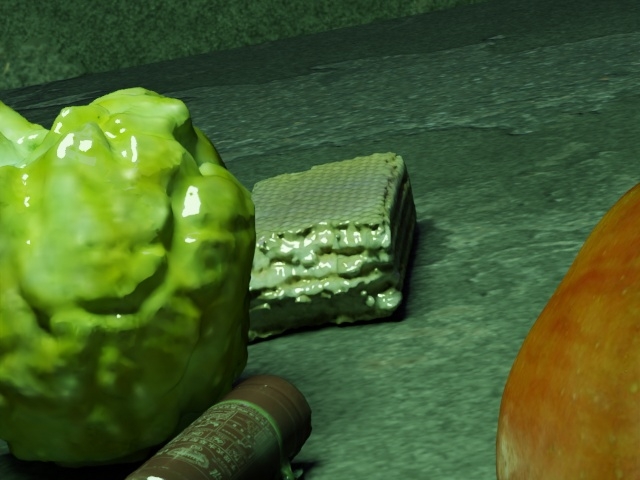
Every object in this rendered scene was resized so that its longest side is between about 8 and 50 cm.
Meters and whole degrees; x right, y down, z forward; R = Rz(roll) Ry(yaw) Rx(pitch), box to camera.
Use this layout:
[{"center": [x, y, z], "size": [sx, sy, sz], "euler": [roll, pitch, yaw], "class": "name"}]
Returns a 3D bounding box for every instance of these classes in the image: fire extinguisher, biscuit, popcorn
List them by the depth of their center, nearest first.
[{"center": [-0.044, 0.104, 0.803], "size": [0.078, 0.045, 0.157], "euler": [18, 21, 17], "class": "fire extinguisher"}, {"center": [-0.123, 0.008, 0.925], "size": [0.212, 0.198, 0.198], "euler": [34, 26, 9], "class": "popcorn"}, {"center": [0.000, 0.000, 1.171], "size": [0.108, 0.062, 0.239], "euler": [-10, 12, 8], "class": "biscuit"}]

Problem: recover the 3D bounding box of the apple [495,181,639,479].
[{"center": [0.139, 0.060, 0.578], "size": [0.199, 0.199, 0.199], "euler": [-9, 13, 2], "class": "apple"}]
